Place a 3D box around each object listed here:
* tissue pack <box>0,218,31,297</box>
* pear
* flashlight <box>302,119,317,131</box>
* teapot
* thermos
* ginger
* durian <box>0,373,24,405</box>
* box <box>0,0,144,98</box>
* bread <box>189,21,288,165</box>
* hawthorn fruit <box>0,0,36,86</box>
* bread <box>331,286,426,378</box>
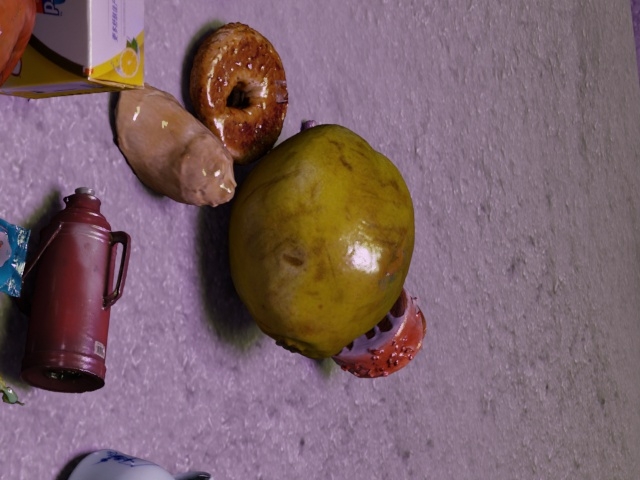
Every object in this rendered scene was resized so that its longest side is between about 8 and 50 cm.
[{"bbox_3d":[-0.371,0.005,1.655,0.138,0.028,0.085,32,59,-50],"label":"tissue pack"},{"bbox_3d":[0.000,0.000,2.067,0.269,0.269,0.321,53,46,-45],"label":"pear"},{"bbox_3d":[-0.013,-0.121,2.263,0.031,0.052,0.110,122,-34,-79],"label":"flashlight"},{"bbox_3d":[-0.211,0.324,1.799,0.232,0.159,0.159,-28,113,-56],"label":"teapot"},{"bbox_3d":[-0.272,0.047,1.731,0.099,0.124,0.232,43,46,-56],"label":"thermos"},{"bbox_3d":[-0.177,-0.119,1.908,0.193,0.122,0.115,45,73,-39],"label":"ginger"},{"bbox_3d":[-0.391,0.094,1.556,0.137,0.095,0.221,-23,116,-20],"label":"durian"},{"bbox_3d":[-0.281,-0.292,1.680,0.097,0.168,0.265,1,90,-57],"label":"box"},{"bbox_3d":[-0.112,-0.196,2.069,0.193,0.064,0.193,-4,95,-54],"label":"bread"},{"bbox_3d":[-0.388,-0.219,1.430,0.258,0.258,0.262,54,9,-45],"label":"hawthorn fruit"},{"bbox_3d":[0.075,0.126,2.279,0.073,0.160,0.160,58,42,-45],"label":"bread"}]
